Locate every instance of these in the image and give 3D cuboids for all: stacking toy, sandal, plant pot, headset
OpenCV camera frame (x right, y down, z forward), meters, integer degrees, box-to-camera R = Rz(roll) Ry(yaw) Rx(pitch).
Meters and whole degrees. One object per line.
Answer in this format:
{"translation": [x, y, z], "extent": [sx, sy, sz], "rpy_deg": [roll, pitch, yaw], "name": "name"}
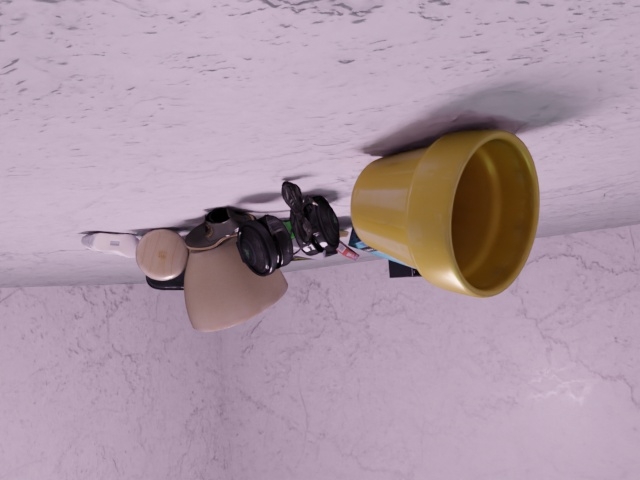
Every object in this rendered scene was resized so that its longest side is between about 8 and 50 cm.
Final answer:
{"translation": [-0.460, 0.047, 1.722], "extent": [0.141, 0.141, 0.330], "rpy_deg": [-4, 177, -14], "name": "stacking toy"}
{"translation": [-0.459, 0.123, 2.319], "extent": [0.445, 0.168, 0.107], "rpy_deg": [-4, 156, -21], "name": "sandal"}
{"translation": [0.188, -0.052, 0.961], "extent": [0.254, 0.254, 0.239], "rpy_deg": [0, -172, -41], "name": "plant pot"}
{"translation": [-0.074, -0.037, 1.317], "extent": [0.243, 0.185, 0.394], "rpy_deg": [-21, -173, -9], "name": "headset"}
{"translation": [-0.254, 0.090, 1.584], "extent": [0.284, 0.191, 0.284], "rpy_deg": [-20, -163, 6], "name": "plant pot"}

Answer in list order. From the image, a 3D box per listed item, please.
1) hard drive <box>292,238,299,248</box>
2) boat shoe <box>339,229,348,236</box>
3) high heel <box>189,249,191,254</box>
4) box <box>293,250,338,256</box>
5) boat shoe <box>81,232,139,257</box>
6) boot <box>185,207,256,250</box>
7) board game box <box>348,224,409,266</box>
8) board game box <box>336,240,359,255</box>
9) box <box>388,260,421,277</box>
{"translation": [-0.102, 0.007, 1.781], "extent": [0.233, 0.047, 0.353], "rpy_deg": [11, 175, 3], "name": "hard drive"}
{"translation": [0.022, -0.008, 2.004], "extent": [0.153, 0.048, 0.056], "rpy_deg": [-5, 174, -6], "name": "boat shoe"}
{"translation": [-0.312, 0.048, 1.794], "extent": [0.186, 0.093, 0.261], "rpy_deg": [21, 154, -25], "name": "high heel"}
{"translation": [-0.091, 0.045, 2.343], "extent": [0.270, 0.060, 0.216], "rpy_deg": [-3, 173, -19], "name": "box"}
{"translation": [-0.568, 0.012, 1.597], "extent": [0.063, 0.066, 0.184], "rpy_deg": [7, -178, 26], "name": "boat shoe"}
{"translation": [-0.272, -0.036, 1.431], "extent": [0.198, 0.077, 0.137], "rpy_deg": [-21, 165, 16], "name": "boot"}
{"translation": [0.291, 0.018, 1.833], "extent": [0.336, 0.079, 0.254], "rpy_deg": [18, 166, -17], "name": "board game box"}
{"translation": [0.045, 0.004, 1.827], "extent": [0.027, 0.145, 0.281], "rpy_deg": [-51, 169, 2], "name": "board game box"}
{"translation": [0.351, 0.043, 2.160], "extent": [0.103, 0.184, 0.261], "rpy_deg": [-11, 172, 36], "name": "box"}
